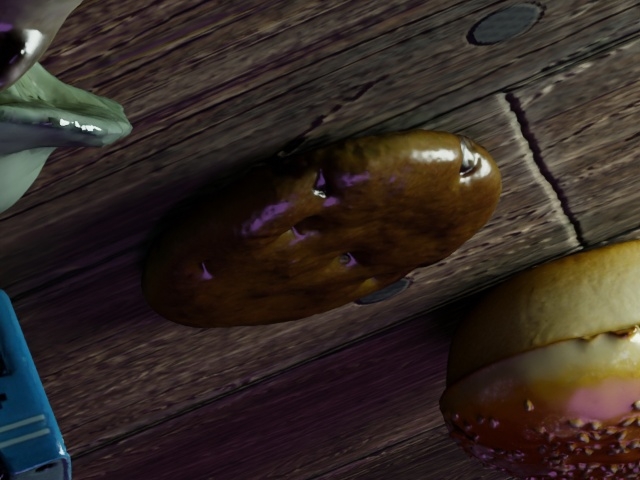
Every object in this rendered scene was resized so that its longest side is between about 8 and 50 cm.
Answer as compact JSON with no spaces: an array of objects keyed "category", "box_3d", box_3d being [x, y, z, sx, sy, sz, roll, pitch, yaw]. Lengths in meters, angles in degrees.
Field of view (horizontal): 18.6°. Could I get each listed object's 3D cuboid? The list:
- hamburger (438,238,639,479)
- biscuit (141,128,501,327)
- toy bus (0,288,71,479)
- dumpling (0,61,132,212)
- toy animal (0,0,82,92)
[{"category":"hamburger","box_3d":[0.189,0.090,1.322,0.236,0.147,0.237,-15,158,-6]},{"category":"biscuit","box_3d":[0.000,0.000,1.071,0.212,0.036,0.212,-17,160,-6]},{"category":"toy bus","box_3d":[-0.258,0.117,0.990,0.246,0.134,0.113,-16,162,-14]},{"category":"dumpling","box_3d":[-0.164,-0.057,0.661,0.219,0.108,0.152,-7,163,-37]},{"category":"toy animal","box_3d":[-0.142,-0.120,0.528,0.168,0.121,0.233,-32,153,-14]}]
